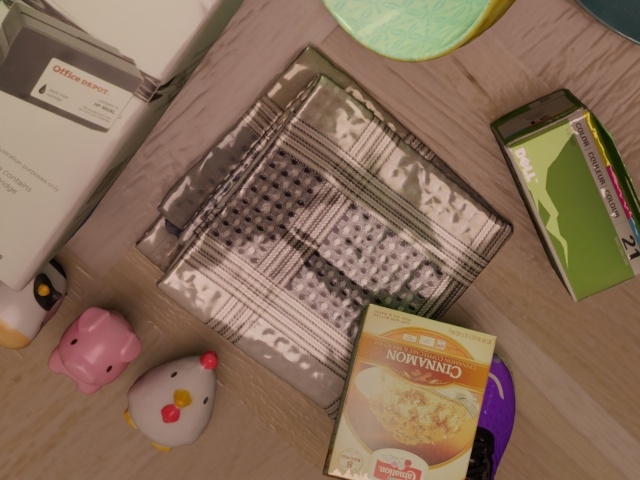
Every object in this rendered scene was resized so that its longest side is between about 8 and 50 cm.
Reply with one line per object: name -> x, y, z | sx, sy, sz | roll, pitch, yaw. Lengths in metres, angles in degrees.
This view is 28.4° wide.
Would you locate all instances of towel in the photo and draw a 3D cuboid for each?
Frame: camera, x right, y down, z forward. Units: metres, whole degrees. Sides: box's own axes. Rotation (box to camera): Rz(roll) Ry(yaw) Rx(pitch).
towel -> 0.000, 0.000, 1.395 | 0.324, 0.056, 0.312 | 40, 103, -9

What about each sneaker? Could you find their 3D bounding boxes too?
sneaker -> 0.157, 0.272, 1.422 | 0.102, 0.146, 0.293 | 13, 106, -3

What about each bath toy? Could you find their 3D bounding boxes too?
bath toy -> -0.254, 0.099, 1.377 | 0.348, 0.151, 0.129 | 36, 119, -11

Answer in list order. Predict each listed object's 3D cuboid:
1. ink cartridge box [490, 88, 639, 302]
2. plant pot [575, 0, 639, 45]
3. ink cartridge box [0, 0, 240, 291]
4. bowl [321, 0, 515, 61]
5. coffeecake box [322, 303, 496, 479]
ink cartridge box -> 0.263, -0.033, 1.276 | 0.097, 0.255, 0.188 | -24, 104, 8
plant pot -> 0.383, -0.331, 1.204 | 0.290, 0.290, 0.195 | 28, 68, -7
ink cartridge box -> -0.214, -0.182, 1.226 | 0.166, 0.285, 0.395 | 36, 104, -7
bowl -> 0.121, -0.330, 1.229 | 0.156, 0.289, 0.289 | -23, 110, -37
coffeecake box -> 0.094, 0.177, 1.350 | 0.142, 0.068, 0.185 | 15, 78, -2
